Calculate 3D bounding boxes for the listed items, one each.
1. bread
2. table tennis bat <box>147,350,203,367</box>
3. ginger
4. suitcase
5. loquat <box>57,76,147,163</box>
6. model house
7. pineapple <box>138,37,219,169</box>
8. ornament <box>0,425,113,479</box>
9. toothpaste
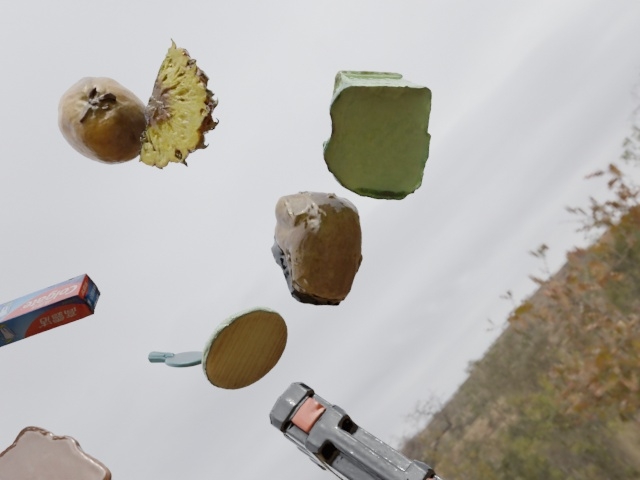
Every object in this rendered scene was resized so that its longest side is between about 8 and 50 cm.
[{"bbox_3d":[-0.201,0.283,2.159,0.267,0.040,0.266,-23,-49,-29],"label":"bread"},{"bbox_3d":[-0.422,0.346,2.390,0.124,0.201,0.033,-19,-75,-62],"label":"table tennis bat"},{"bbox_3d":[0.004,0.000,1.995,0.201,0.269,0.223,-6,-46,-28],"label":"ginger"},{"bbox_3d":[0.080,0.295,1.010,0.066,0.286,0.206,-52,-32,-16],"label":"suitcase"},{"bbox_3d":[-0.509,-0.279,1.923,0.193,0.238,0.238,-47,-17,-6],"label":"loquat"},{"bbox_3d":[0.082,-0.201,1.493,0.195,0.189,0.214,-3,-65,-11],"label":"model house"},{"bbox_3d":[-0.247,-0.248,1.622,0.164,0.140,0.249,6,-75,-67],"label":"pineapple"},{"bbox_3d":[-0.451,0.458,1.411,0.235,0.221,0.217,-26,-32,-9],"label":"ornament"},{"bbox_3d":[-0.623,0.161,1.726,0.321,0.076,0.066,-20,-57,14],"label":"toothpaste"}]
